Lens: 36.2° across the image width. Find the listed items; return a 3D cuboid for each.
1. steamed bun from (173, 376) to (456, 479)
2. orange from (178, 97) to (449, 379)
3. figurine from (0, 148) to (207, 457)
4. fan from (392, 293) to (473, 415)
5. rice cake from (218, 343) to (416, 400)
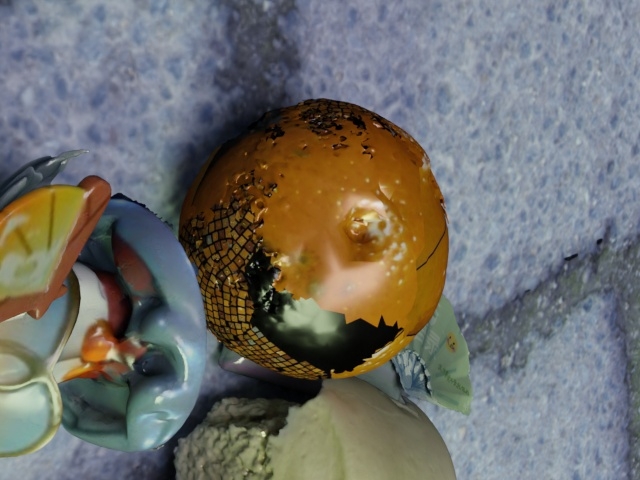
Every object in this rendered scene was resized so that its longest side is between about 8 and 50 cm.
[{"bbox_3d":[0.011,0.202,0.893,0.225,0.200,0.170,17,85,-54],"label":"steamed bun"},{"bbox_3d":[0.000,0.000,0.810,0.234,0.182,0.234,7,75,-26],"label":"orange"},{"bbox_3d":[-0.280,0.041,0.573,0.388,0.248,0.276,-6,138,-49],"label":"figurine"},{"bbox_3d":[0.105,0.099,1.012,0.240,0.009,0.131,47,48,-35],"label":"fan"},{"bbox_3d":[0.003,0.115,0.945,0.222,0.042,0.080,26,81,-39],"label":"rice cake"}]
